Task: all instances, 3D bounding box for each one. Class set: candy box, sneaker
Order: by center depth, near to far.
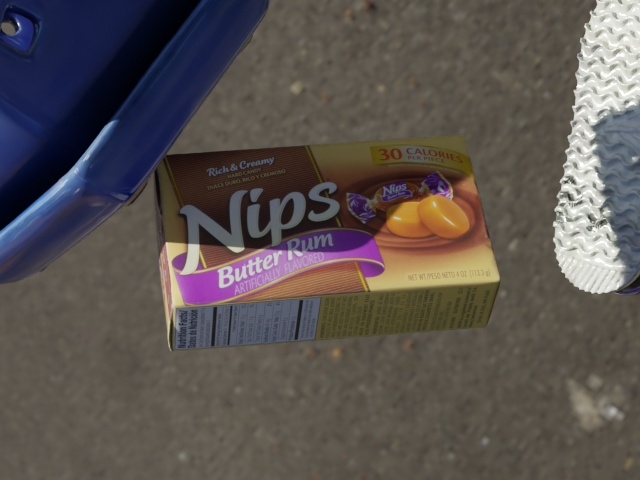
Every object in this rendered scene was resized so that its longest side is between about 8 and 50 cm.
[{"bbox_3d":[0.000,0.000,1.003,0.186,0.109,0.053,-3,145,-9],"label":"candy box"},{"bbox_3d":[0.278,-0.095,1.426,0.102,0.293,0.146,16,-178,37],"label":"sneaker"}]

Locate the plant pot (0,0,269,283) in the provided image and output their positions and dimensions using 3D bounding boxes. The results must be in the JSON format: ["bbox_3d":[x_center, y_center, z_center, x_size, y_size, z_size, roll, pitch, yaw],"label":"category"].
[{"bbox_3d":[-0.180,-0.120,1.018,0.212,0.236,0.236,40,147,-12],"label":"plant pot"}]
